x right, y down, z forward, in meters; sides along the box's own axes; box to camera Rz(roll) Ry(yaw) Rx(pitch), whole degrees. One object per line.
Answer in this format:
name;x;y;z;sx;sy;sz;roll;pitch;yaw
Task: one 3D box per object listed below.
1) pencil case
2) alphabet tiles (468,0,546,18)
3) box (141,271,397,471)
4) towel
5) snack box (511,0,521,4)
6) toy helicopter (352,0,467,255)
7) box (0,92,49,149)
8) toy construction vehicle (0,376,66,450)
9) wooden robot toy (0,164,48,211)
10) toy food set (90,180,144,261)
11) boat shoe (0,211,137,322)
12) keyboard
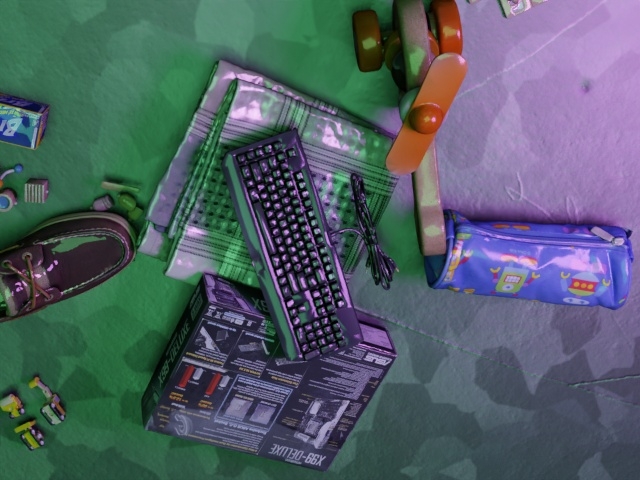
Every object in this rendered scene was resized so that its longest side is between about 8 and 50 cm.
pencil case;0.307;0.025;1.499;0.306;0.119;0.133;6;139;-7
alphabet tiles;0.291;-0.423;1.395;0.237;0.009;0.198;-24;110;4
box;-0.076;0.203;1.520;0.308;0.076;0.242;18;116;-22
towel;-0.066;-0.057;1.457;0.324;0.056;0.312;20;107;-19
snack box;0.293;-0.409;1.383;0.064;0.022;0.178;33;105;-13
toy helicopter;0.137;-0.144;1.358;0.140;0.235;0.354;-8;107;-1
box;-0.461;-0.174;1.405;0.169;0.059;0.054;13;109;-8
toy construction vehicle;-0.438;0.264;1.586;0.086;0.035;0.098;-29;107;18
wooden robot toy;-0.471;-0.074;1.431;0.173;0.079;0.076;20;107;-10
toy food set;-0.297;-0.030;1.493;0.078;0.019;0.122;11;117;-8
boat shoe;-0.423;0.061;1.455;0.342;0.123;0.123;-16;115;3
keyboard;0.000;0.000;1.422;0.202;0.033;0.317;-22;104;-19
